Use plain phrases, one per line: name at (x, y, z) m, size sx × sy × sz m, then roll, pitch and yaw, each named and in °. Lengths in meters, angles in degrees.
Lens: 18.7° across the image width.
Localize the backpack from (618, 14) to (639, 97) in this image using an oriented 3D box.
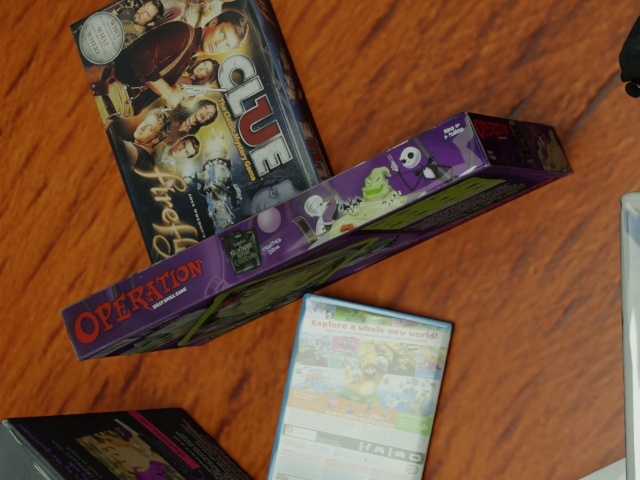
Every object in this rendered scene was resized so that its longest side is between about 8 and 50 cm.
backpack at (0.314, -0.128, 1.361) m, size 0.182 × 0.115 × 0.152 m, roll 34°, pitch 98°, yaw 20°

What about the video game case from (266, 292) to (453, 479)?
video game case at (0.029, 0.134, 1.513) m, size 0.119 × 0.015 × 0.166 m, roll 12°, pitch 92°, yaw 8°

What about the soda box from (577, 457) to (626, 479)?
soda box at (0.204, 0.206, 1.414) m, size 0.216 × 0.074 × 0.069 m, roll -30°, pitch 76°, yaw 20°

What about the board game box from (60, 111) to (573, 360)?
board game box at (0.000, 0.000, 1.446) m, size 0.347 × 0.208 × 0.056 m, roll -26°, pitch 77°, yaw 21°

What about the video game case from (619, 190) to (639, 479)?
video game case at (0.371, 0.112, 1.313) m, size 0.329 × 0.036 × 0.300 m, roll -1°, pitch 86°, yaw 7°

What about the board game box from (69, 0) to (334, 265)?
board game box at (-0.093, -0.099, 1.584) m, size 0.165 × 0.042 × 0.243 m, roll -25°, pitch 77°, yaw 21°

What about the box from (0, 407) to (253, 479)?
box at (-0.168, 0.234, 1.474) m, size 0.143 × 0.270 × 0.165 m, roll 43°, pitch 105°, yaw 21°
